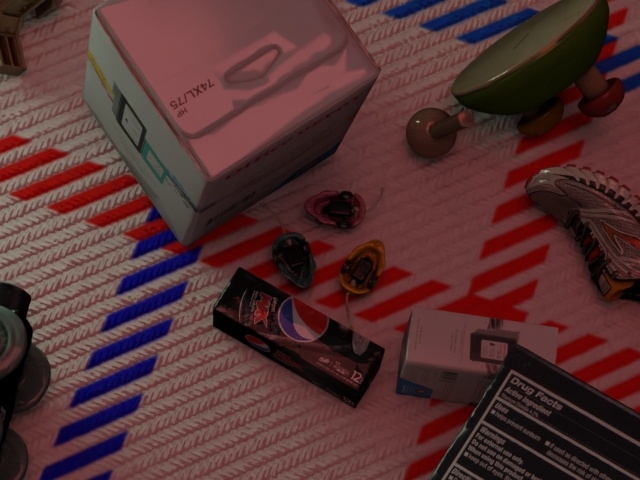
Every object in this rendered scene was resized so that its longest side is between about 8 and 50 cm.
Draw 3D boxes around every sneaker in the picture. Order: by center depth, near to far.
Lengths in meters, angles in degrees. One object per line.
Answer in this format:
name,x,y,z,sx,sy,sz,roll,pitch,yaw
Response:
sneaker,0.298,0.006,1.969,0.225,0.088,0.092,37,73,10

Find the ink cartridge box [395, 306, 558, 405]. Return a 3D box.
ink cartridge box,0.169,0.120,1.908,0.180,0.104,0.060,9,68,-1

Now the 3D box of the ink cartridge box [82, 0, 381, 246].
ink cartridge box,-0.094,-0.150,1.892,0.198,0.270,0.197,-33,84,-15

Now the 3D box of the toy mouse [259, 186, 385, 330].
toy mouse,0.000,0.000,1.983,0.143,0.031,0.161,25,69,6

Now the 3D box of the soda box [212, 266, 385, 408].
soda box,-0.023,0.095,1.929,0.169,0.060,0.053,29,69,8

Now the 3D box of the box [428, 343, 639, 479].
box,0.234,0.302,1.727,0.296,0.183,0.294,30,84,31

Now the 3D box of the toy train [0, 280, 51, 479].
toy train,-0.377,0.187,1.839,0.190,0.142,0.334,8,68,10

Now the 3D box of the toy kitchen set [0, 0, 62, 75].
toy kitchen set,-0.298,-0.222,2.034,0.068,0.083,0.075,6,62,-47

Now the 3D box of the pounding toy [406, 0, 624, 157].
pounding toy,0.219,-0.146,1.999,0.237,0.183,0.110,-40,102,-16
